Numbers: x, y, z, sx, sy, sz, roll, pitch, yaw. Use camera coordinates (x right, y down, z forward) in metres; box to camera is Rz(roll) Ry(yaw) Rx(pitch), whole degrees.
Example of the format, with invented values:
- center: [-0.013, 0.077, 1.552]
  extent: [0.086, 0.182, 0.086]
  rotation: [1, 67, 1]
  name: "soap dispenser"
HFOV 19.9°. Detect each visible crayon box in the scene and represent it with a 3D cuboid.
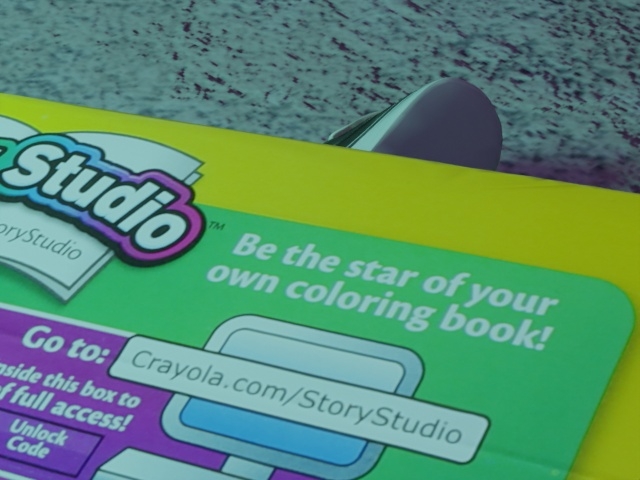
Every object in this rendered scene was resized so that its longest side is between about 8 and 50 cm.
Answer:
- center: [-0.075, 0.106, 0.501]
  extent: [0.363, 0.106, 0.313]
  rotation: [11, 49, 27]
  name: "crayon box"

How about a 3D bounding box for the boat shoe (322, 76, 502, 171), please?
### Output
- center: [0.000, 0.000, 0.866]
  extent: [0.219, 0.078, 0.070]
  rotation: [-39, 14, -34]
  name: "boat shoe"
